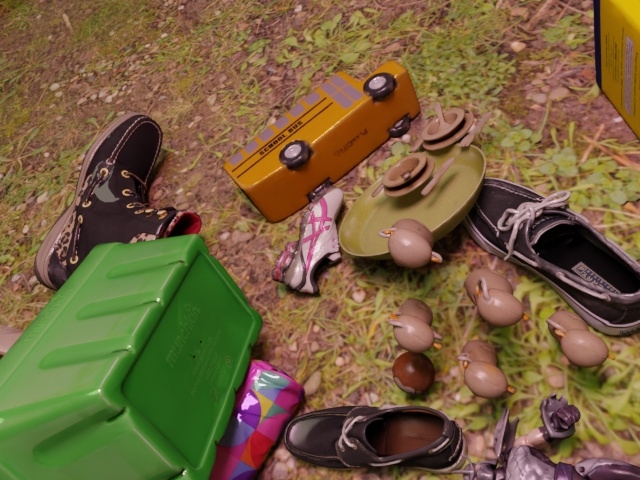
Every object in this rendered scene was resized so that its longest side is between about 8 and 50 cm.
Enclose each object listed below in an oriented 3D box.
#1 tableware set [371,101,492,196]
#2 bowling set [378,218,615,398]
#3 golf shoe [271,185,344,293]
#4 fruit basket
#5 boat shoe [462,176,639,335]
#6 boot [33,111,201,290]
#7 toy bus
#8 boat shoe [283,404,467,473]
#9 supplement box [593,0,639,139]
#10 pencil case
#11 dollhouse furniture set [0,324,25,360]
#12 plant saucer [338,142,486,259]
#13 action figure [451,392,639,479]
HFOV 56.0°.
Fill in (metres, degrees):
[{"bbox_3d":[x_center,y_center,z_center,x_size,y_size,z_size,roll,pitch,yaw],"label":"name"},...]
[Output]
[{"bbox_3d":[0.158,-0.141,0.908,0.194,0.039,0.128,-49,26,-22],"label":"tableware set"},{"bbox_3d":[0.162,0.119,0.692,0.287,0.154,0.199,28,100,6],"label":"bowling set"},{"bbox_3d":[0.000,0.000,0.944,0.086,0.067,0.186,24,70,10],"label":"golf shoe"},{"bbox_3d":[-0.281,0.204,0.770,0.392,0.282,0.392,-28,24,13],"label":"fruit basket"},{"bbox_3d":[0.284,-0.006,0.773,0.113,0.105,0.306,-35,49,0],"label":"boat shoe"},{"bbox_3d":[-0.327,-0.055,1.086,0.284,0.138,0.377,13,68,34],"label":"boot"},{"bbox_3d":[0.006,-0.176,1.030,0.333,0.108,0.130,-40,48,-3],"label":"toy bus"},{"bbox_3d":[0.055,0.235,0.736,0.233,0.079,0.084,-6,57,24],"label":"boat shoe"},{"bbox_3d":[0.510,-0.198,0.739,0.194,0.195,0.356,-22,51,11],"label":"supplement box"},{"bbox_3d":[-0.117,0.267,0.781,0.105,0.104,0.236,19,66,35],"label":"pencil case"},{"bbox_3d":[-0.585,0.292,0.842,0.257,0.361,0.394,4,30,31],"label":"dollhouse furniture set"},{"bbox_3d":[0.136,-0.051,0.875,0.241,0.037,0.241,-31,25,16],"label":"plant saucer"},{"bbox_3d":[0.271,0.251,0.606,0.285,0.099,0.185,-2,66,30],"label":"action figure"}]
